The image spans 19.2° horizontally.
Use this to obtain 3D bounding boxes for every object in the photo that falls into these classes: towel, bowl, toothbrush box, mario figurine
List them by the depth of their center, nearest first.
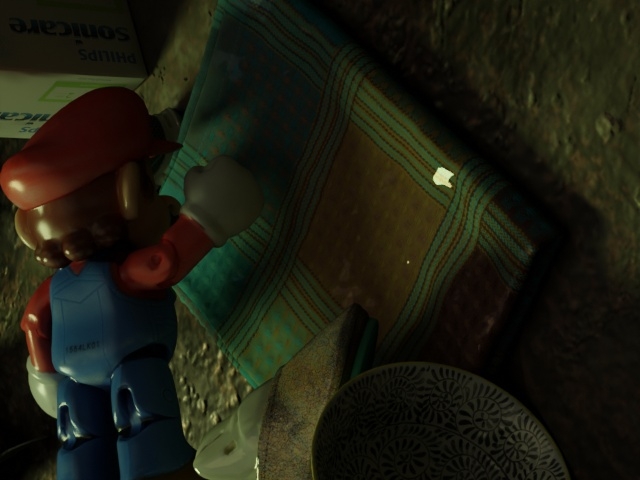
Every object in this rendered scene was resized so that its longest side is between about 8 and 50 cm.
[{"bbox_3d":[0.065,0.167,1.183,0.170,0.170,0.080,62,147,29],"label":"bowl"},{"bbox_3d":[0.000,0.000,1.346,0.370,0.040,0.271,46,125,40],"label":"towel"},{"bbox_3d":[-0.130,0.044,1.394,0.170,0.198,0.321,84,179,-80],"label":"mario figurine"},{"bbox_3d":[-0.287,-0.235,1.562,0.122,0.206,0.283,-34,64,45],"label":"toothbrush box"}]

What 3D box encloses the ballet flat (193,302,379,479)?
[{"bbox_3d":[-0.038,0.184,1.273,0.106,0.107,0.316,12,107,7],"label":"ballet flat"}]

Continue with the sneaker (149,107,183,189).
[{"bbox_3d":[-0.172,-0.043,1.525,0.065,0.076,0.166,56,131,35],"label":"sneaker"}]

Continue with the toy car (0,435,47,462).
[{"bbox_3d":[-0.339,0.191,1.684,0.188,0.155,0.149,-22,73,39],"label":"toy car"}]
